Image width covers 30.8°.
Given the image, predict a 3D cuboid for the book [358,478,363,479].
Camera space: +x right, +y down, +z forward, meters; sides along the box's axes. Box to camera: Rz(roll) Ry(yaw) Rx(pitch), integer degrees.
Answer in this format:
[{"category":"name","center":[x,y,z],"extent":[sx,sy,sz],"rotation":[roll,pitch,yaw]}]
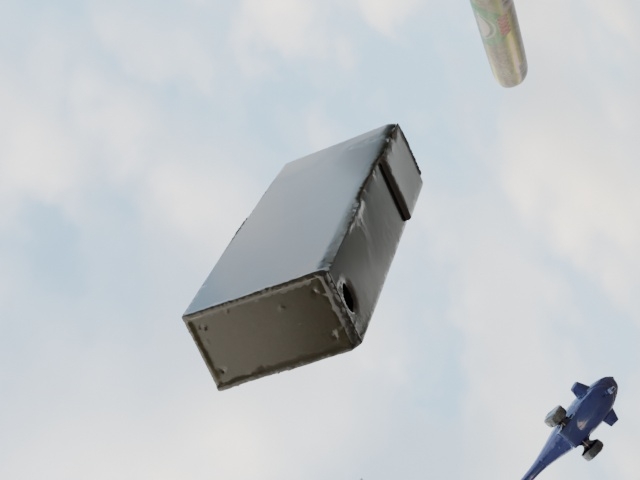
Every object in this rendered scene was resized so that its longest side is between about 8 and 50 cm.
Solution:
[{"category":"book","center":[0.064,0.200,0.710],"extent":[0.127,0.014,0.181],"rotation":[49,174,7]}]

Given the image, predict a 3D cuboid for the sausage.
[{"category":"sausage","center":[0.131,-0.178,0.885],"extent":[0.269,0.033,0.033],"rotation":[48,-154,-66]}]

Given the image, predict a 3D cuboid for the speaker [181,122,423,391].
[{"category":"speaker","center":[0.000,0.000,0.627],"extent":[0.044,0.082,0.218],"rotation":[65,-161,-17]}]

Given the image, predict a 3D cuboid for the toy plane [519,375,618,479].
[{"category":"toy plane","center":[0.207,0.185,1.029],"extent":[0.054,0.062,0.167],"rotation":[42,-97,4]}]
